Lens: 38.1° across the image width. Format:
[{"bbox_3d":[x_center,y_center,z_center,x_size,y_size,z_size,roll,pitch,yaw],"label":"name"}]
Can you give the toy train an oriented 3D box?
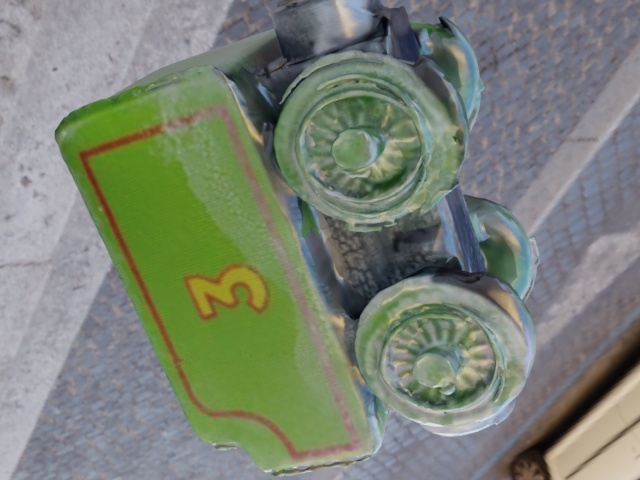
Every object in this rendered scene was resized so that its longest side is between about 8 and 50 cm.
[{"bbox_3d":[0.000,0.000,0.589,0.249,0.307,0.173,-16,-162,21],"label":"toy train"}]
